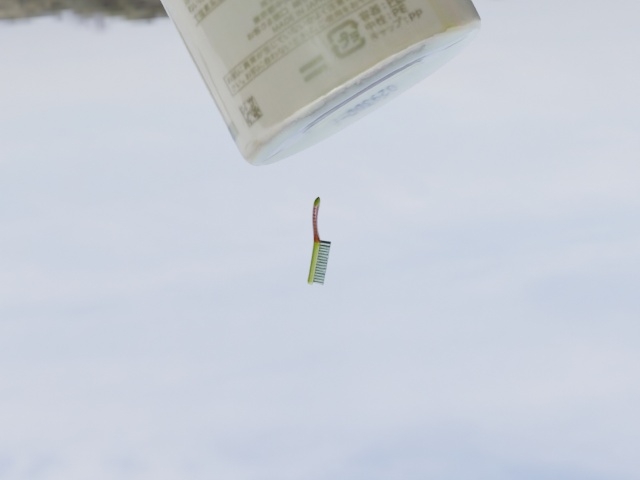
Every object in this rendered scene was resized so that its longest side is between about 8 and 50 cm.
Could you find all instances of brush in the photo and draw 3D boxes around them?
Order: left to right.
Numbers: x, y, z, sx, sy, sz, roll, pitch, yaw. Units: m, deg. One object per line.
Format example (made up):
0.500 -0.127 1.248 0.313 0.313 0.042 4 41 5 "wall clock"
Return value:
0.000 0.000 1.560 0.021 0.083 0.019 4 -170 2 "brush"

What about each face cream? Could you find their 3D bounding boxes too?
-0.051 -0.234 1.034 0.173 0.348 0.081 -32 168 17 "face cream"
